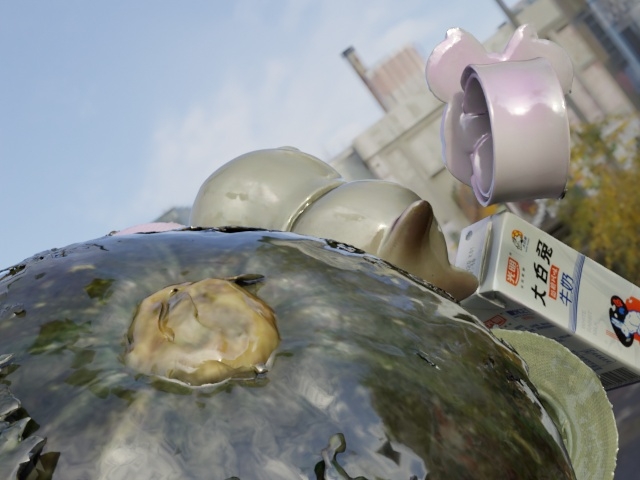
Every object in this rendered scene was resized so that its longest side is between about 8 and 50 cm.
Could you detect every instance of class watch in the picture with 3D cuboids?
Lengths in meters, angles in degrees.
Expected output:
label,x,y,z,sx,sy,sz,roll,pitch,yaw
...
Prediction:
label,x,y,z,sx,sy,sz,roll,pitch,yaw
watch,0.263,-0.171,1.503,0.211,0.248,0.217,-5,7,-6

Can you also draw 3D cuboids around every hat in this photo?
label,x,y,z,sx,sy,sz,roll,pitch,yaw
hat,0.219,0.224,1.215,0.252,0.252,0.110,-37,-33,19

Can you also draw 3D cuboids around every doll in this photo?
label,x,y,z,sx,sy,sz,roll,pitch,yaw
doll,-0.006,0.002,1.417,0.226,0.215,0.370,-45,42,-15

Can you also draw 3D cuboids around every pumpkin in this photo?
label,x,y,z,sx,sy,sz,roll,pitch,yaw
pumpkin,-0.066,0.176,0.649,0.454,0.454,0.344,-30,-40,-50

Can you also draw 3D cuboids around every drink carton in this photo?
label,x,y,z,sx,sy,sz,roll,pitch,yaw
drink carton,0.330,0.090,1.560,0.106,0.315,0.130,-30,40,51

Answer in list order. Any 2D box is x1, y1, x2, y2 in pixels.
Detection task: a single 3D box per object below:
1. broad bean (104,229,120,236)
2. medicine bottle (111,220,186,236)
label,x,y,z,sx,sy,sz,roll,pitch,yaw
broad bean,-0.325,0.107,1.315,0.292,0.049,0.144,-55,7,-12
medicine bottle,-0.188,0.139,1.051,0.256,0.256,0.325,-38,10,23
